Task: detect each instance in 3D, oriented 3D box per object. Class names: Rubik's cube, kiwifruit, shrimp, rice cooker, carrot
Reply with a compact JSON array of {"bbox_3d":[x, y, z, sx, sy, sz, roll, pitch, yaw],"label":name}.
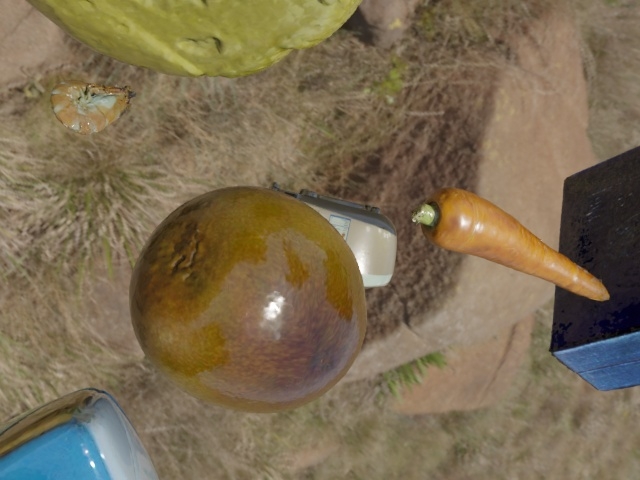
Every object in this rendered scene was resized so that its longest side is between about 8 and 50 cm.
[{"bbox_3d":[-0.205,0.181,0.494,0.254,0.254,0.255,-28,136,-31],"label":"Rubik's cube"},{"bbox_3d":[-0.055,0.059,0.702,0.196,0.196,0.234,-50,149,-6],"label":"kiwifruit"},{"bbox_3d":[-0.336,-0.211,1.183,0.043,0.091,0.184,-36,-179,31],"label":"shrimp"},{"bbox_3d":[0.000,0.000,1.017,0.145,0.206,0.127,-142,-111,-83],"label":"rice cooker"},{"bbox_3d":[0.198,0.006,0.775,0.256,0.061,0.061,20,104,-23],"label":"carrot"}]

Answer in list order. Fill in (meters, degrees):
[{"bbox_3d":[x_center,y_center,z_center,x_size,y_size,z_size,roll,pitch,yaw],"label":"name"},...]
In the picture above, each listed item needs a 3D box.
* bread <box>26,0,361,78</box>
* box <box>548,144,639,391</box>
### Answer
[{"bbox_3d":[-0.081,-0.212,0.414,0.270,0.269,0.148,66,32,-49],"label":"bread"},{"bbox_3d":[0.409,0.007,0.895,0.116,0.261,0.279,36,51,-24],"label":"box"}]
